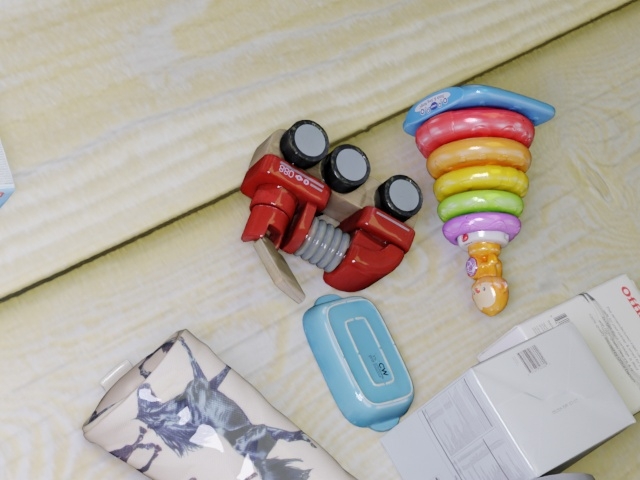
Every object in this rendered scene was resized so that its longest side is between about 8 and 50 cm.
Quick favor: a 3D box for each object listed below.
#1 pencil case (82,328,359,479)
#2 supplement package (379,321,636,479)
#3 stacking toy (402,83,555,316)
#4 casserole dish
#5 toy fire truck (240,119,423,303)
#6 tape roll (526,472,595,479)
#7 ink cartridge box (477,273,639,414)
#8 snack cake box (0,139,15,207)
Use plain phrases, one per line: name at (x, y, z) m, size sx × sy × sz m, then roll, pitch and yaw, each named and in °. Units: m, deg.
pencil case at (-0.063, 0.265, 1.805) m, size 0.410 × 0.183 × 0.160 m, roll 40°, pitch 69°, yaw -5°
supplement package at (0.221, 0.227, 1.997) m, size 0.194 × 0.203 × 0.149 m, roll -19°, pitch 73°, yaw -42°
stacking toy at (0.215, -0.045, 2.234) m, size 0.165 × 0.175 × 0.302 m, roll 11°, pitch 69°, yaw -35°
casserole dish at (0.052, 0.143, 2.052) m, size 0.114 × 0.037 × 0.188 m, roll -11°, pitch 69°, yaw -38°
toy fire truck at (0.000, 0.000, 2.049) m, size 0.217 × 0.158 × 0.246 m, roll 30°, pitch 60°, yaw -16°
tape roll at (0.223, 0.340, 1.911) m, size 0.219 × 0.219 × 0.072 m, roll 0°, pitch 62°, yaw -35°
ink cartridge box at (0.351, 0.166, 2.198) m, size 0.237 × 0.100 × 0.172 m, roll -21°, pitch 74°, yaw -41°
snack cake box at (-0.481, -0.092, 1.805) m, size 0.264 × 0.089 × 0.152 m, roll -5°, pitch 66°, yaw -36°
